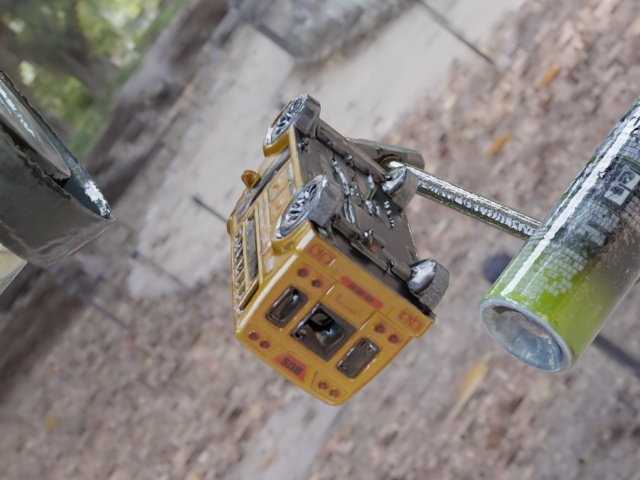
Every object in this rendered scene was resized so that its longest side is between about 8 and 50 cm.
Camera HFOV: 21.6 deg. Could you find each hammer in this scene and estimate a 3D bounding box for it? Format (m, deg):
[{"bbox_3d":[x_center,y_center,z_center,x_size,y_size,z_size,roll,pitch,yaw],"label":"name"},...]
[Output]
[{"bbox_3d":[0.157,-0.030,1.592,0.365,0.111,0.043,26,102,45],"label":"hammer"}]

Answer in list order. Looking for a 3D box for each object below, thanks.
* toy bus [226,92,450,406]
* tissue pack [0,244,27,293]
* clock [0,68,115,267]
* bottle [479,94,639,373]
[{"bbox_3d":[0.000,0.000,0.849,0.088,0.083,0.194,-49,17,15],"label":"toy bus"},{"bbox_3d":[-0.436,0.075,1.329,0.380,0.207,0.297,-45,-2,23],"label":"tissue pack"},{"bbox_3d":[-0.203,-0.080,0.911,0.049,0.226,0.226,-42,12,2],"label":"clock"},{"bbox_3d":[0.259,-0.037,1.404,0.330,0.093,0.093,-50,8,-24],"label":"bottle"}]
